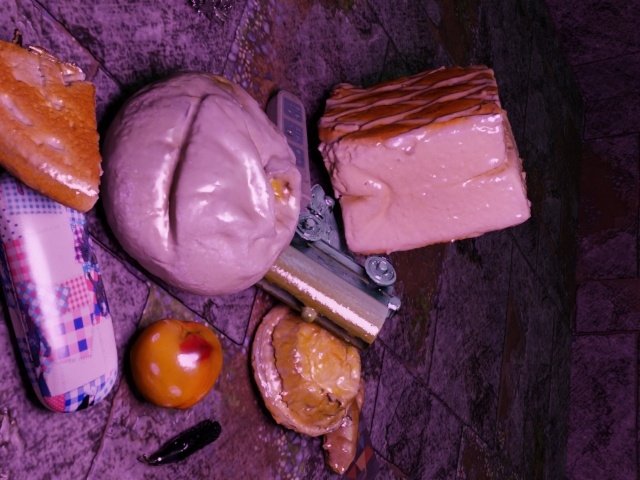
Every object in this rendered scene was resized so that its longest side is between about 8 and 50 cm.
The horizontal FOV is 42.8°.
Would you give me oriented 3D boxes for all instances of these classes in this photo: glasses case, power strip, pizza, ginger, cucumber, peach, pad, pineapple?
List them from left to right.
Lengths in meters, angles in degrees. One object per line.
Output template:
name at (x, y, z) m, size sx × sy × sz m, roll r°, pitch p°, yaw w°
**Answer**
pizza at (-0.366, -0.166, 1.034) m, size 0.289 × 0.081 × 0.229 m, roll 45°, pitch 33°, yaw -8°
glasses case at (-0.346, 0.063, 1.064) m, size 0.125 × 0.076 × 0.327 m, roll -25°, pitch 105°, yaw -59°
peach at (-0.214, 0.184, 1.213) m, size 0.138 × 0.138 × 0.138 m, roll 17°, pitch 70°, yaw -57°
cucumber at (-0.214, 0.319, 1.269) m, size 0.043 × 0.039 × 0.163 m, roll 61°, pitch 30°, yaw 5°
pineapple at (-0.205, -0.427, 1.402) m, size 0.159 × 0.074 × 0.074 m, roll 32°, pitch 58°, yaw -55°
power strip at (-0.062, -0.176, 1.541) m, size 0.080 × 0.048 × 0.286 m, roll 27°, pitch 43°, yaw -33°
ginger at (0.037, 0.360, 1.635) m, size 0.115 × 0.081 × 0.205 m, roll 52°, pitch 43°, yaw -55°
pad at (0.074, 0.445, 1.751) m, size 0.143 × 0.003 × 0.211 m, roll -41°, pitch 119°, yaw -54°

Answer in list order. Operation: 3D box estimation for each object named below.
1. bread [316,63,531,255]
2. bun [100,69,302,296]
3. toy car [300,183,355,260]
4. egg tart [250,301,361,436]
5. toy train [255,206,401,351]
bread at (0.215, -0.180, 1.683) m, size 0.371 × 0.390 × 0.279 m, roll -75°, pitch 152°, yaw -58°
bun at (-0.159, -0.090, 1.268) m, size 0.365 × 0.219 × 0.365 m, roll 27°, pitch 58°, yaw -54°
toy car at (0.000, 0.000, 1.645) m, size 0.090 × 0.076 × 0.224 m, roll -57°, pitch 133°, yaw -52°
egg tart at (0.000, 0.235, 1.523) m, size 0.291 × 0.107 × 0.291 m, roll 20°, pitch 60°, yaw -41°
toy train at (0.010, 0.067, 1.494) m, size 0.307 × 0.126 × 0.189 m, roll 33°, pitch 32°, yaw -4°
